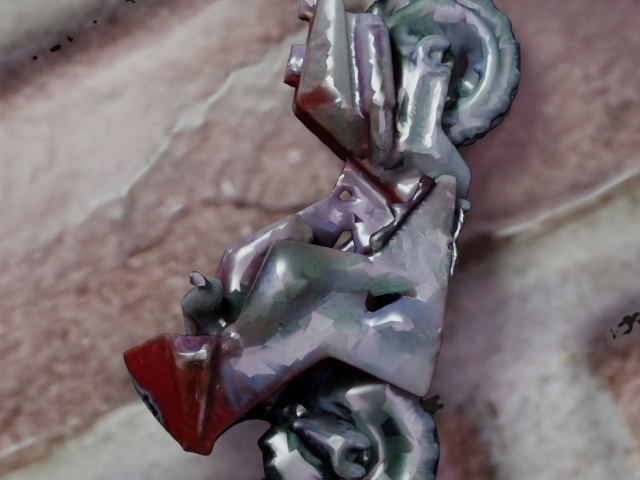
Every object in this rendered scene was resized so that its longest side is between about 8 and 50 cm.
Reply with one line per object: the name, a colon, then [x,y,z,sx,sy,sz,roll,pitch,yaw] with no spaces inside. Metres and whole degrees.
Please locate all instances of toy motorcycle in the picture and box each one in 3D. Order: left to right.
toy motorcycle: [0.000,0.000,0.643,0.122,0.082,0.213,14,85,-8]
